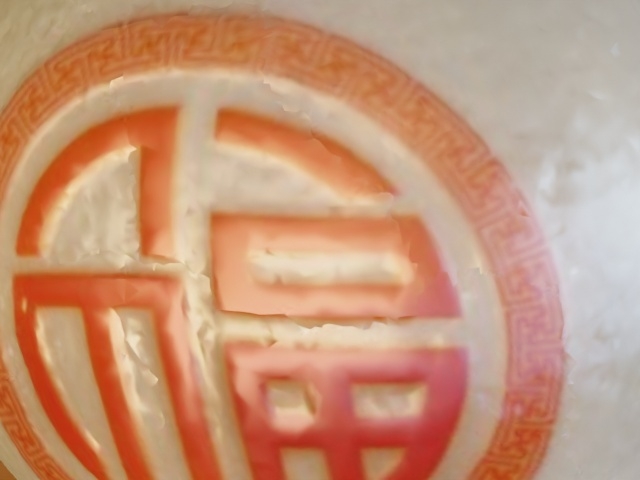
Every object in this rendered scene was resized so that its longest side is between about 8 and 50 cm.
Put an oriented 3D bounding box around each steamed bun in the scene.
[{"bbox_3d":[0.000,0.000,0.601,0.283,0.283,0.177,-29,-171,25],"label":"steamed bun"}]
